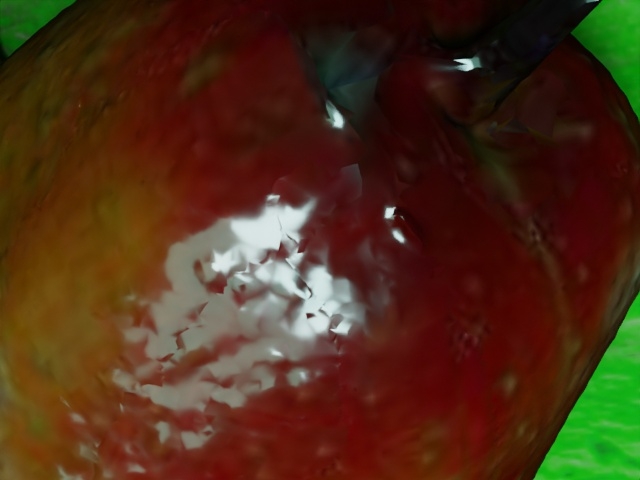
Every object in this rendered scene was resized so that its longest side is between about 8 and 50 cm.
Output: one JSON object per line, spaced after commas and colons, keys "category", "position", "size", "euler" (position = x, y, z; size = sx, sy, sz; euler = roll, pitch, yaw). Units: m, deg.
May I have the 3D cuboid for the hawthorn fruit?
{"category": "hawthorn fruit", "position": [0.000, 0.000, 0.733], "size": [0.285, 0.285, 0.369], "euler": [47, 135, -4]}

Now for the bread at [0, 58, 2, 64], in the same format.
{"category": "bread", "position": [-0.300, -0.064, 0.980], "size": [0.294, 0.132, 0.167], "euler": [1, 127, 29]}
